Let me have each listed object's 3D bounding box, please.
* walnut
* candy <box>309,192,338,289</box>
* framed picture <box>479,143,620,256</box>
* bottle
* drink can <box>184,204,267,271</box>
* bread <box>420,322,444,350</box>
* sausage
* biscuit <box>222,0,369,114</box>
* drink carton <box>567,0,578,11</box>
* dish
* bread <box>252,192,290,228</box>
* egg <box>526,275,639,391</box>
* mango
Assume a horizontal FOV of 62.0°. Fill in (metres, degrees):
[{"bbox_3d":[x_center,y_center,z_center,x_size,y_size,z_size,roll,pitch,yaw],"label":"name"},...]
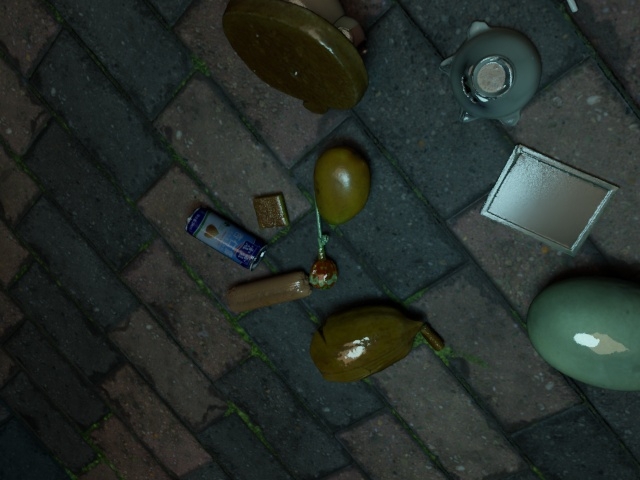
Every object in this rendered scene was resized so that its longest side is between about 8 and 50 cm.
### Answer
[{"bbox_3d":[0.127,0.279,1.492,0.337,0.209,0.208,-21,102,13],"label":"walnut"},{"bbox_3d":[0.001,0.000,1.507,0.078,0.084,0.287,-2,99,18],"label":"candy"},{"bbox_3d":[0.546,-0.096,1.289,0.253,0.014,0.197,26,117,9],"label":"framed picture"},{"bbox_3d":[0.007,-0.505,1.251,0.236,0.147,0.147,43,118,-2],"label":"bottle"},{"bbox_3d":[-0.280,-0.006,1.580,0.235,0.097,0.097,31,117,8],"label":"drink can"},{"bbox_3d":[0.312,0.271,1.503,0.036,0.047,0.083,-42,95,-2],"label":"bread"},{"bbox_3d":[-0.159,0.155,1.604,0.289,0.086,0.086,-15,104,26],"label":"sausage"},{"bbox_3d":[-0.052,-0.425,1.241,0.395,0.350,0.070,28,78,29],"label":"biscuit"},{"bbox_3d":[0.485,-0.564,1.096,0.084,0.074,0.199,-25,99,27],"label":"drink carton"},{"bbox_3d":[0.381,-0.362,1.204,0.236,0.086,0.228,44,118,0],"label":"dish"},{"bbox_3d":[-0.141,-0.084,1.532,0.090,0.035,0.094,-6,107,22],"label":"bread"},{"bbox_3d":[0.663,0.213,1.233,0.353,0.258,0.258,16,115,11],"label":"egg"},{"bbox_3d":[0.057,-0.139,1.394,0.152,0.120,0.220,8,120,20],"label":"mango"}]
